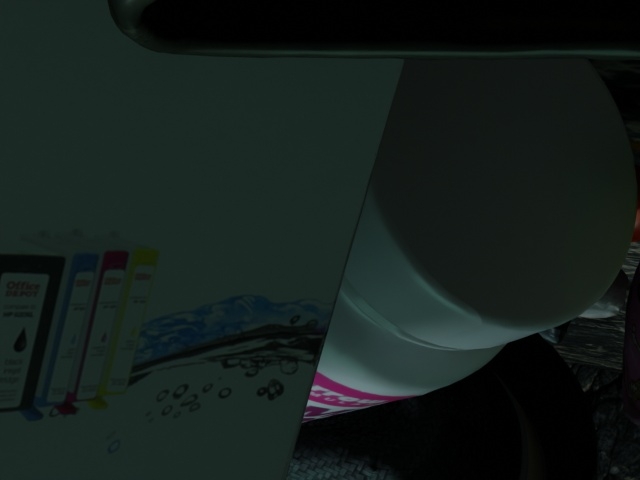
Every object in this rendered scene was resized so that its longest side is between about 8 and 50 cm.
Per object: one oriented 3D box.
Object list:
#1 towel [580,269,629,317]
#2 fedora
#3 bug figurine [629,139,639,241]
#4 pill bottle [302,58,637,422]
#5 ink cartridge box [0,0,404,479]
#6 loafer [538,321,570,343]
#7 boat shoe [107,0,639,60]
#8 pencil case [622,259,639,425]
[{"bbox_3d":[0.002,-0.011,1.008,0.331,0.053,0.317,13,179,-32],"label":"towel"},{"bbox_3d":[-0.003,0.114,0.860,0.334,0.334,0.152,7,146,32],"label":"fedora"},{"bbox_3d":[0.241,-0.011,0.615,0.278,0.072,0.216,2,180,-9],"label":"bug figurine"},{"bbox_3d":[0.000,0.000,0.641,0.160,0.160,0.283,14,160,-27],"label":"pill bottle"},{"bbox_3d":[-0.101,0.005,0.462,0.168,0.233,0.171,9,-163,-21],"label":"ink cartridge box"},{"bbox_3d":[0.168,0.064,1.407,0.076,0.078,0.223,16,172,-35],"label":"loafer"},{"bbox_3d":[0.095,-0.072,0.303,0.304,0.091,0.109,9,173,18],"label":"boat shoe"},{"bbox_3d":[0.367,0.070,0.808,0.386,0.160,0.167,11,140,5],"label":"pencil case"}]
